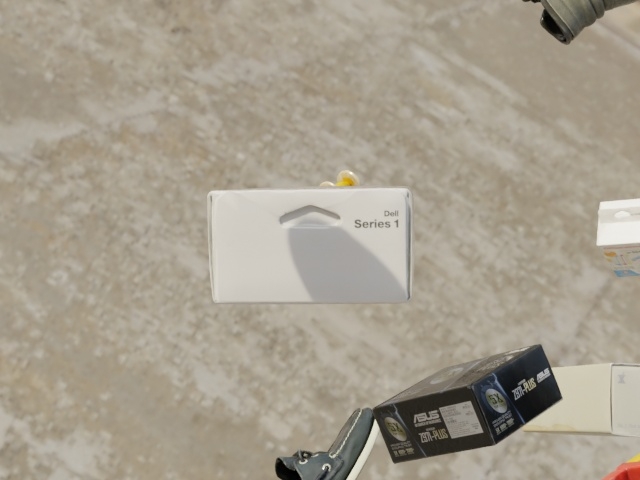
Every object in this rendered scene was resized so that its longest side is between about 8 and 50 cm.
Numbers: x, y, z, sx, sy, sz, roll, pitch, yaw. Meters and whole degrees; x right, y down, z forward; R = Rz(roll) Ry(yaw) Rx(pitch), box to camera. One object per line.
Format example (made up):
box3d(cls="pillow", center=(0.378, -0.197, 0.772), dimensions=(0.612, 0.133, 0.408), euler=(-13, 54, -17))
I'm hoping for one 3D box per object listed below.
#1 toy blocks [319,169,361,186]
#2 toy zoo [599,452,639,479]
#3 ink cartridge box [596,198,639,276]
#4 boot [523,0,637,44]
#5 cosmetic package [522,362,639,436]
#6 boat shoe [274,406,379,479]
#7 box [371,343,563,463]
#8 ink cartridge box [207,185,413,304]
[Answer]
box3d(cls="toy blocks", center=(-0.010, -0.046, 2.087), dimensions=(0.054, 0.123, 0.148), euler=(48, 49, 11))
box3d(cls="toy zoo", center=(0.316, 0.186, 0.996), dimensions=(0.293, 0.192, 0.030), euler=(-19, 90, -42))
box3d(cls="ink cartridge box", center=(0.548, -0.008, 2.212), dimensions=(0.143, 0.092, 0.090), euler=(43, 49, -48))
box3d(cls="boot", center=(0.282, -0.360, 1.433), dimensions=(0.083, 0.161, 0.246), euler=(65, -1, -82))
box3d(cls="cosmetic package", center=(0.464, 0.263, 2.041), dimensions=(0.160, 0.113, 0.309), euler=(5, -8, -15))
box3d(cls="boat shoe", center=(-0.025, 0.359, 1.800), dimensions=(0.113, 0.127, 0.340), euler=(32, 62, 1))
box3d(cls="box", center=(0.180, 0.203, 1.551), dimensions=(0.147, 0.180, 0.078), euler=(-22, 90, -42))
box3d(cls="ink cartridge box", center=(0.000, 0.000, 1.346), dimensions=(0.201, 0.117, 0.278), euler=(-1, 3, 4))
